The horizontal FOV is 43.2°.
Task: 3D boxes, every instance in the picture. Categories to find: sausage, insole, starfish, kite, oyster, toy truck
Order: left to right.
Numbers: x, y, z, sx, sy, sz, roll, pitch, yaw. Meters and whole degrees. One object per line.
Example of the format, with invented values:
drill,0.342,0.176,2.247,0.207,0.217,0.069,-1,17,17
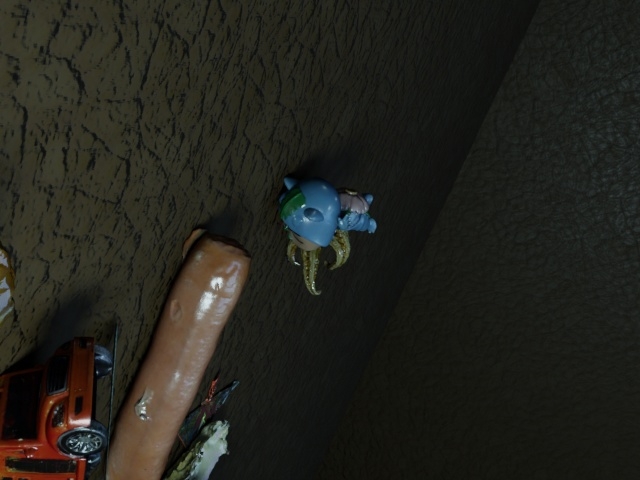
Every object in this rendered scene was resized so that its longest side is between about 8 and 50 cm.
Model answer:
toy truck,-0.276,0.211,0.818,0.108,0.114,0.253,-103,-158,-47
insole,-0.233,0.196,0.898,0.080,0.003,0.232,114,-25,-54
sausage,-0.202,0.182,1.086,0.094,0.094,0.419,9,112,-43
oyster,-0.228,0.405,1.447,0.133,0.071,0.209,82,27,-57
kite,-0.210,0.311,1.443,0.232,0.009,0.189,-29,145,-63
starfish,0.000,0.002,1.381,0.074,0.146,0.190,49,55,-40

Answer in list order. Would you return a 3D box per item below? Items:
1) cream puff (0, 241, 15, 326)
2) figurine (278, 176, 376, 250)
cream puff,-0.276,0.031,0.581,0.122,0.094,0.116,28,87,-52
figurine,0.005,-0.032,1.277,0.178,0.114,0.144,-1,146,-39
